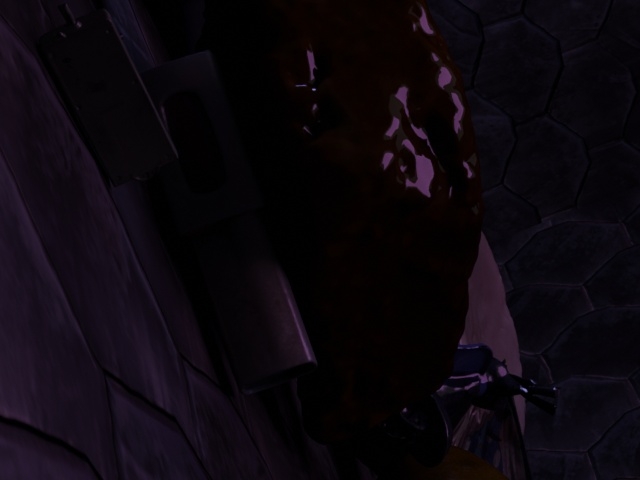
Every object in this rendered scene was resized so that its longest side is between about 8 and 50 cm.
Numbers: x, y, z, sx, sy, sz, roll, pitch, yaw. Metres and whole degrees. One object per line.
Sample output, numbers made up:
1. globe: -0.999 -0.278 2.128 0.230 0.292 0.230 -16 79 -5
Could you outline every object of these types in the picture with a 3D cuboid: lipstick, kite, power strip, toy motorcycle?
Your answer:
1. lipstick: -0.074 -0.012 1.273 0.077 0.079 0.253 81 -9 -78
2. kite: 0.152 0.304 1.776 0.406 0.014 0.368 10 92 -56
3. power strip: -0.135 -0.094 1.057 0.019 0.051 0.136 -113 178 -53
4. toy motorcycle: 0.075 0.080 1.645 0.125 0.212 0.358 -63 -142 34

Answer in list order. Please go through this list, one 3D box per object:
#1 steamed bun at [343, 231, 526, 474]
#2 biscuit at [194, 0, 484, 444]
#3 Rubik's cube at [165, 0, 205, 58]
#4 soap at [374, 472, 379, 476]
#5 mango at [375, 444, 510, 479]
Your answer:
1. steamed bun: 0.102 0.125 1.925 0.324 0.206 0.324 -13 90 -72
2. biscuit: 0.008 -0.065 1.419 0.395 0.166 0.343 93 -20 -55
3. Rubik's cube: -0.041 -0.370 1.767 0.358 0.368 0.387 45 19 -42
4. soap: 0.059 0.191 2.153 0.119 0.066 0.198 -109 176 -58
5. mango: 0.154 0.336 1.521 0.199 0.221 0.384 93 -20 -49
